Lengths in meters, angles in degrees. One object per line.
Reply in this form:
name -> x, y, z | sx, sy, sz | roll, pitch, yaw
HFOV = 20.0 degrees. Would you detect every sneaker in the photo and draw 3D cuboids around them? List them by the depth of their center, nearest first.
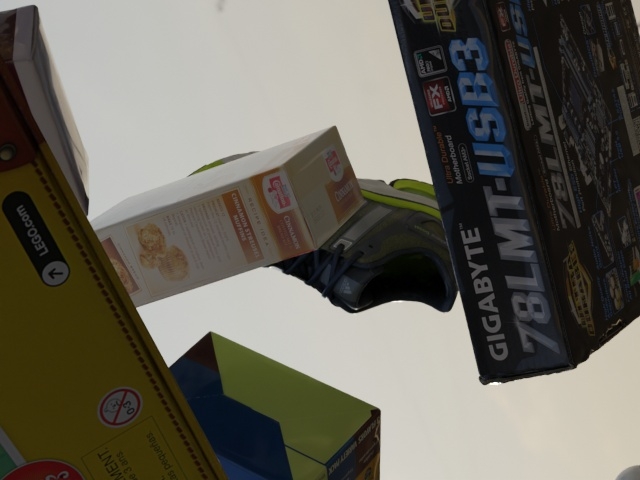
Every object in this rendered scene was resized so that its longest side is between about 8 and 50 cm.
sneaker -> 0.000, 0.000, 1.652 | 0.121, 0.300, 0.111 | -105, 25, -49

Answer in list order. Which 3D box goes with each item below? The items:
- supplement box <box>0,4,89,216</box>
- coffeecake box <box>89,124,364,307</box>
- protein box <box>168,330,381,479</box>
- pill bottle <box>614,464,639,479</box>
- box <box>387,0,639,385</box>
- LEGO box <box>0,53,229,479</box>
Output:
supplement box -> -0.281, -0.057, 1.170 | 0.073, 0.239, 0.130 | -100, -3, -52
coffeecake box -> -0.077, -0.014, 1.344 | 0.068, 0.185, 0.142 | 69, -160, -8
protein box -> -0.061, 0.230, 1.699 | 0.136, 0.200, 0.201 | -42, -37, -40
pill bottle -> 0.287, 0.228, 1.387 | 0.117, 0.208, 0.117 | -4, -90, -81
box -> 0.149, -0.084, 1.195 | 0.293, 0.073, 0.295 | -25, -79, -61
LEGO box -> -0.246, 0.150, 0.912 | 0.193, 0.372, 0.500 | 47, 164, 53
